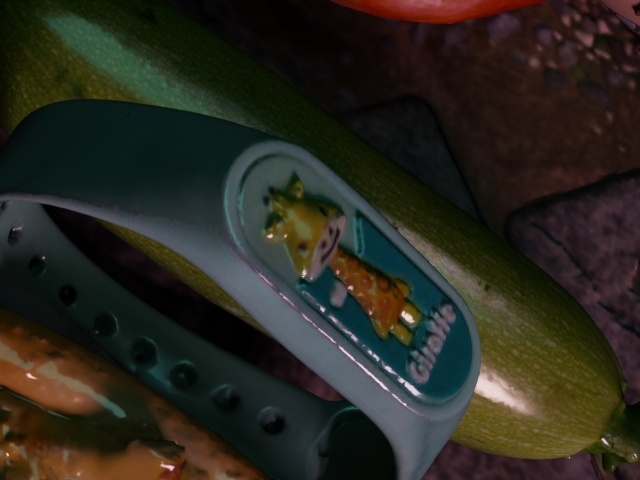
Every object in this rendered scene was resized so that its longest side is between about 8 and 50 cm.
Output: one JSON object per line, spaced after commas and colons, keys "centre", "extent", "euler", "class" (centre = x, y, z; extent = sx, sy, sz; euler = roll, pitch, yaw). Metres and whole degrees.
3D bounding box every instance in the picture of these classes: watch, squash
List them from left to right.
{"centre": [-0.038, 0.037, 0.649], "extent": [0.237, 0.195, 0.068], "euler": [40, 56, -23], "class": "watch"}
{"centre": [0.000, 0.000, 0.731], "extent": [0.395, 0.107, 0.107], "euler": [33, 58, -16], "class": "squash"}

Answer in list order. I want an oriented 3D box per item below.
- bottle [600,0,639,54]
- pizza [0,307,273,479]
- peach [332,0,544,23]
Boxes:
{"centre": [0.232, -0.139, 0.924], "extent": [0.152, 0.099, 0.099], "euler": [43, 56, -6], "class": "bottle"}
{"centre": [-0.111, 0.154, 0.604], "extent": [0.323, 0.089, 0.223], "euler": [38, 66, -9], "class": "pizza"}
{"centre": [0.066, -0.253, 0.782], "extent": [0.338, 0.281, 0.281], "euler": [-17, 79, -33], "class": "peach"}
